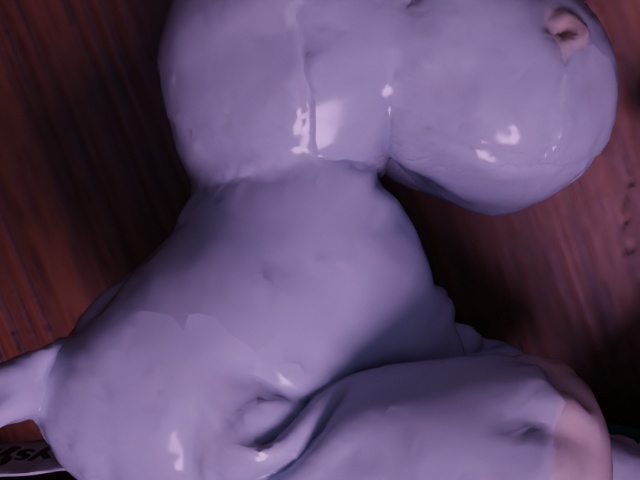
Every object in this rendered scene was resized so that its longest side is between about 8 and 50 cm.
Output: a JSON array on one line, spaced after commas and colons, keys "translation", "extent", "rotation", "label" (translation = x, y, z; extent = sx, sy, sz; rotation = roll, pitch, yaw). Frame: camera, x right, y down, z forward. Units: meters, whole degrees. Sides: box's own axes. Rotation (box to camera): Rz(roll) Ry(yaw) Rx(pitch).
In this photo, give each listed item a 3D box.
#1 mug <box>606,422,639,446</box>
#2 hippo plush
[{"translation": [0.190, 0.116, 0.614], "extent": [0.129, 0.097, 0.158], "rotation": [-45, 70, 32], "label": "mug"}, {"translation": [0.000, 0.000, 0.581], "extent": [0.294, 0.234, 0.236], "rotation": [8, 78, 3], "label": "hippo plush"}]
